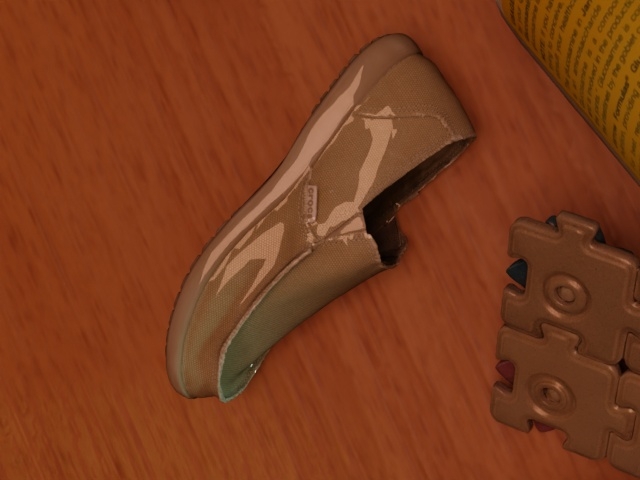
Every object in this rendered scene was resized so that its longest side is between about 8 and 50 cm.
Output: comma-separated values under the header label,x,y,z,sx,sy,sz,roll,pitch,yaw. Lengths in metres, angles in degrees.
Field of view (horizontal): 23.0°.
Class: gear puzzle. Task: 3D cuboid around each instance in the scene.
label,x,y,z,sx,sy,sz,roll,pitch,yaw
gear puzzle,0.259,0.088,0.891,0.339,0.044,0.175,20,131,24

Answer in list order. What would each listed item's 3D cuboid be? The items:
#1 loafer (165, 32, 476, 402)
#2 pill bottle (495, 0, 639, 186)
label,x,y,z,sx,sy,sz,roll,pitch,yaw
loafer,0.000,0.000,0.978,0.092,0.102,0.268,37,101,17
pill bottle,0.208,-0.127,0.825,0.188,0.188,0.334,-42,56,13
